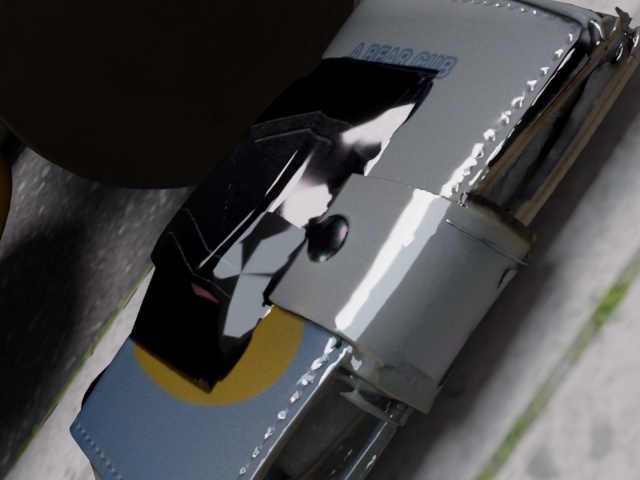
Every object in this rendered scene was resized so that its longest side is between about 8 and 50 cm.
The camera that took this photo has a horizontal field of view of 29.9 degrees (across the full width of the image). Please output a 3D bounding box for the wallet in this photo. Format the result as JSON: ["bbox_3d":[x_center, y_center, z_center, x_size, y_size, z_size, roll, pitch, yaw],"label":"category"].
[{"bbox_3d":[0.000,0.000,0.425,0.231,0.069,0.170,-56,28,-2],"label":"wallet"}]

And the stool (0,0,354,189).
[{"bbox_3d":[-0.121,-0.142,0.603,0.179,0.179,0.264,-57,32,-1],"label":"stool"}]

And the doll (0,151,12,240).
[{"bbox_3d":[-0.283,-0.017,0.597,0.213,0.236,0.213,-60,16,29],"label":"doll"}]

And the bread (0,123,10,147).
[{"bbox_3d":[-0.255,-0.135,0.800,0.134,0.148,0.141,34,90,42],"label":"bread"}]
